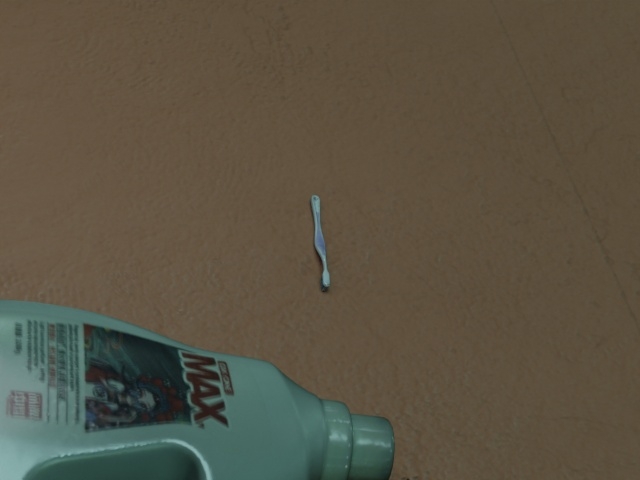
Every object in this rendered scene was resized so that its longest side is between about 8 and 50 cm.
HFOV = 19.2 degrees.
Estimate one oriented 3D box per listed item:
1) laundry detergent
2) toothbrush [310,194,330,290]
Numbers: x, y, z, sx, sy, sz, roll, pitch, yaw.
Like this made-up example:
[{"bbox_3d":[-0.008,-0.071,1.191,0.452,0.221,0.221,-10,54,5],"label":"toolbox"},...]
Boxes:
[{"bbox_3d":[-0.133,0.181,1.615,0.397,0.125,0.264,7,44,-14],"label":"laundry detergent"},{"bbox_3d":[0.000,0.000,1.908,0.011,0.013,0.131,13,42,-19],"label":"toothbrush"}]
